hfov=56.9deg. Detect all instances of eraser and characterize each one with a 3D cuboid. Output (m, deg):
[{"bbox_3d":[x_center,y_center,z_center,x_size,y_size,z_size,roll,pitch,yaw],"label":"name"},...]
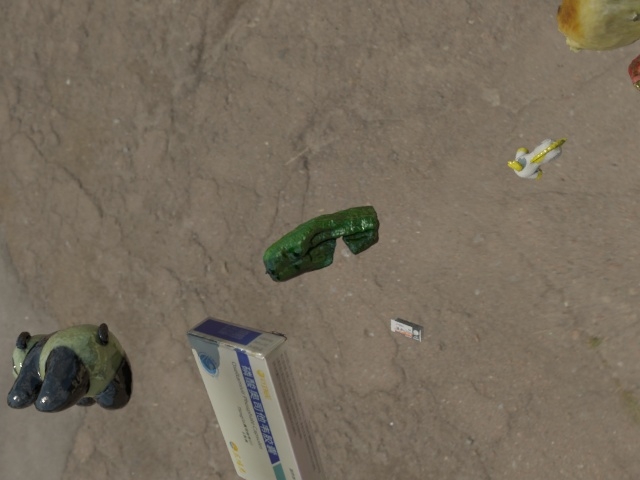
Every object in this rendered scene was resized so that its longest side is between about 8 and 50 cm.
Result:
[{"bbox_3d":[0.304,0.310,2.068,0.122,0.029,0.052,17,123,36],"label":"eraser"}]

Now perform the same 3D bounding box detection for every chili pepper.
[{"bbox_3d":[0.001,0.001,1.173,0.083,0.253,0.099,-143,31,-71],"label":"chili pepper"}]

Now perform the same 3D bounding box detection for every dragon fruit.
[{"bbox_3d":[0.956,-0.476,1.694,0.147,0.096,0.102,37,138,17],"label":"dragon fruit"}]

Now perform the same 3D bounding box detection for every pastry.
[{"bbox_3d":[0.618,-0.495,1.183,0.237,0.256,0.170,-7,42,5],"label":"pastry"}]

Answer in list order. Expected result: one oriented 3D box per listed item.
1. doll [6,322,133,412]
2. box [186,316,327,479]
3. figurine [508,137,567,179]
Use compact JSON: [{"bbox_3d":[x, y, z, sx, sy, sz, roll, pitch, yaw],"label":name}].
[{"bbox_3d":[-0.406,0.207,0.951,0.234,0.144,0.135,-12,71,37],"label":"doll"},{"bbox_3d":[-0.109,0.308,1.059,0.200,0.065,0.343,7,120,39],"label":"box"},{"bbox_3d":[0.650,-0.249,1.740,0.178,0.130,0.109,-30,78,39],"label":"figurine"}]
